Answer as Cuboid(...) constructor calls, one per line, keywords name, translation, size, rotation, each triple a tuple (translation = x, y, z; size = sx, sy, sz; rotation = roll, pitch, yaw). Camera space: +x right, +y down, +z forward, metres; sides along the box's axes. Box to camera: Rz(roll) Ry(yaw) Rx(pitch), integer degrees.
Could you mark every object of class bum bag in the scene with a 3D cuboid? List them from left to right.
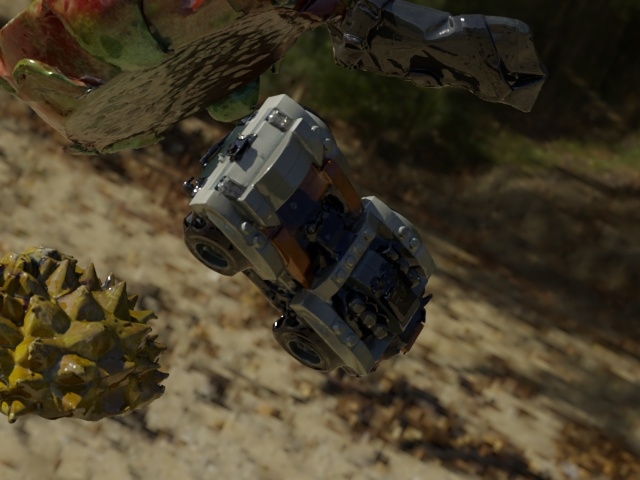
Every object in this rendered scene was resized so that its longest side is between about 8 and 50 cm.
Cuboid(name="bum bag", translation=(0.097, -0.162, 1.393), size=(0.198, 0.087, 0.049), rotation=(14, 40, 12))

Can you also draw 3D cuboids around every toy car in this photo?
Cuboid(name="toy car", translation=(0.002, 0.001, 1.645), size=(0.301, 0.193, 0.118), rotation=(47, -29, -22))

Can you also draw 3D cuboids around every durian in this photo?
Cuboid(name="durian", translation=(-0.149, 0.041, 0.962), size=(0.140, 0.078, 0.224), rotation=(11, 13, 5))

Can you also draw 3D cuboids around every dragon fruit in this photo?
Cuboid(name="dragon fruit", translation=(-0.105, -0.155, 1.127), size=(0.130, 0.268, 0.295), rotation=(63, 0, 8))
